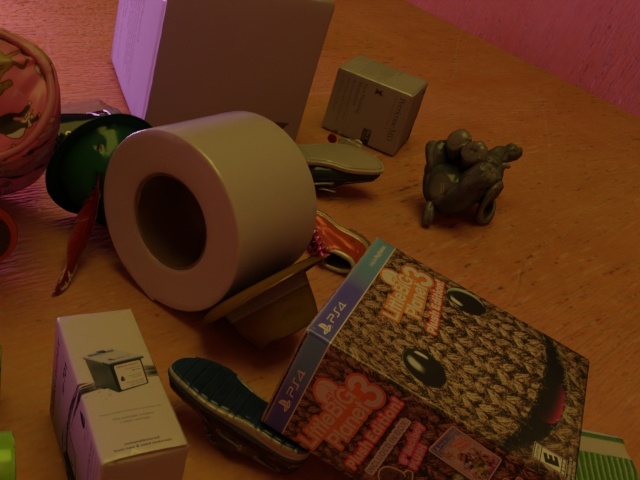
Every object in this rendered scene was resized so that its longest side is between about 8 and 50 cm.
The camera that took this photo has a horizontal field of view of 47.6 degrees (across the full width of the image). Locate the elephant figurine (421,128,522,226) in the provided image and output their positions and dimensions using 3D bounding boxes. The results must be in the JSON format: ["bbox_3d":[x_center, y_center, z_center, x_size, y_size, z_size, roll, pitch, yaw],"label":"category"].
[{"bbox_3d":[0.312,-0.117,1.467,0.239,0.186,0.169,18,55,-57],"label":"elephant figurine"}]

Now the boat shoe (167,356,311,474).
[{"bbox_3d":[-0.097,0.199,0.799,0.183,0.066,0.066,32,30,12],"label":"boat shoe"}]

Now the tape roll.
[{"bbox_3d":[-0.149,-0.045,0.988,0.246,0.246,0.169,32,33,23],"label":"tape roll"}]

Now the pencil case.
[{"bbox_3d":[-0.425,-0.149,0.936,0.167,0.160,0.386,4,-3,-20],"label":"pencil case"}]

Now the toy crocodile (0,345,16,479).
[{"bbox_3d":[-0.353,0.183,0.672,0.115,0.105,0.340,-1,30,-28],"label":"toy crocodile"}]

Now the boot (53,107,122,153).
[{"bbox_3d":[-0.389,-0.155,1.207,0.178,0.085,0.236,-9,33,-35],"label":"boot"}]

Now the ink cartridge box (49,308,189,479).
[{"bbox_3d":[-0.202,0.180,0.703,0.082,0.140,0.191,-5,37,-32],"label":"ink cartridge box"}]

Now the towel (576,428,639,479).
[{"bbox_3d":[0.285,0.333,0.823,0.247,0.038,0.325,13,32,-9],"label":"towel"}]

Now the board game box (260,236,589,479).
[{"bbox_3d":[0.125,0.164,0.805,0.291,0.141,0.232,30,32,7],"label":"board game box"}]

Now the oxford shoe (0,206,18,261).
[{"bbox_3d":[-0.563,-0.069,0.936,0.363,0.130,0.133,20,15,-10],"label":"oxford shoe"}]

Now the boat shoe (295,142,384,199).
[{"bbox_3d":[-0.002,-0.132,1.380,0.254,0.079,0.095,-1,38,-26],"label":"boat shoe"}]

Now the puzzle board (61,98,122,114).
[{"bbox_3d":[-0.441,-0.236,1.382,0.096,0.011,0.128,32,34,20],"label":"puzzle board"}]

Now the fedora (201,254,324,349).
[{"bbox_3d":[-0.061,0.090,0.948,0.194,0.194,0.079,-26,86,-50],"label":"fedora"}]

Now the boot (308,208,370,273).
[{"bbox_3d":[0.000,0.000,1.191,0.158,0.059,0.085,25,36,9],"label":"boot"}]

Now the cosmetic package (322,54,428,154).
[{"bbox_3d":[0.128,-0.315,1.677,0.183,0.151,0.151,24,31,12],"label":"cosmetic package"}]

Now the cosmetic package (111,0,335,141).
[{"bbox_3d":[-0.223,-0.425,1.494,0.329,0.327,0.394,1,35,-28],"label":"cosmetic package"}]

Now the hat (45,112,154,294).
[{"bbox_3d":[-0.281,-0.046,1.026,0.173,0.208,0.183,19,25,-50],"label":"hat"}]

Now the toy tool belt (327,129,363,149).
[{"bbox_3d":[0.055,-0.202,1.566,0.083,0.052,0.051,26,0,8],"label":"toy tool belt"}]
